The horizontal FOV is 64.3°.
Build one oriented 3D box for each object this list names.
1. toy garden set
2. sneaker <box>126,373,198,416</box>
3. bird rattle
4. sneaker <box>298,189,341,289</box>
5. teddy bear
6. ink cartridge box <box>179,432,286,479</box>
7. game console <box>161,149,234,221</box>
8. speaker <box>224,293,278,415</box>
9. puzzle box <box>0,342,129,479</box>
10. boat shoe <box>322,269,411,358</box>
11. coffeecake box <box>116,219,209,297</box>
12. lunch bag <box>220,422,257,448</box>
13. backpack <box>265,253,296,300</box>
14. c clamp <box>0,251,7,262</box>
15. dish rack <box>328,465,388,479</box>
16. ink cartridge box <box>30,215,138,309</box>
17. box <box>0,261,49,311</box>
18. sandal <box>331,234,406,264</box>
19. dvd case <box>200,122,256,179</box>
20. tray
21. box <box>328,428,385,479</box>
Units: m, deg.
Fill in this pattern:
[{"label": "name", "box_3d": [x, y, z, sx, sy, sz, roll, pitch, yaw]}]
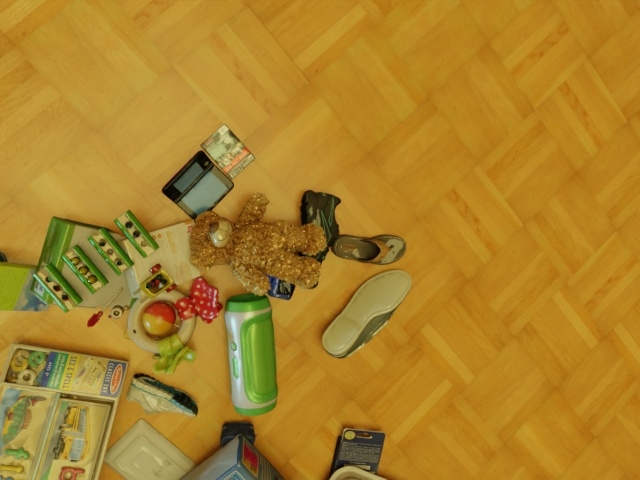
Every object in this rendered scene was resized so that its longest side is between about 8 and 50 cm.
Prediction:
[{"label": "toy garden set", "box_3d": [-0.463, 0.084, 1.125, 0.244, 0.049, 0.203, -37, 103, -10]}, {"label": "sneaker", "box_3d": [-0.411, 0.420, 1.317, 0.191, 0.071, 0.082, 29, 94, -7]}, {"label": "bird rattle", "box_3d": [-0.371, 0.201, 1.271, 0.207, 0.143, 0.253, 24, 87, -8]}, {"label": "sneaker", "box_3d": [0.000, 0.000, 1.366, 0.106, 0.101, 0.267, 2, 95, -17]}, {"label": "teddy bear", "box_3d": [-0.146, 0.012, 1.239, 0.338, 0.113, 0.245, 28, 82, -9]}, {"label": "ink cartridge box", "box_3d": [-0.180, 0.737, 1.302, 0.270, 0.151, 0.395, -38, 103, 3]}, {"label": "game console", "box_3d": [-0.306, -0.134, 1.282, 0.085, 0.124, 0.144, 41, 83, 12]}, {"label": "speaker", "box_3d": [-0.180, 0.295, 1.331, 0.131, 0.131, 0.296, -5, 96, -14]}, {"label": "puzzle box", "box_3d": [-0.638, 0.466, 1.192, 0.272, 0.052, 0.408, 14, 71, -17]}, {"label": "boat shoe", "box_3d": [0.136, 0.210, 1.440, 0.319, 0.116, 0.099, -43, 147, -15]}, {"label": "coffeecake box", "box_3d": [-0.384, 0.043, 1.244, 0.186, 0.068, 0.142, -22, 101, -40]}, {"label": "lunch bag", "box_3d": [-0.220, 0.530, 1.372, 0.099, 0.065, 0.067, 4, 112, -12]}, {"label": "backpack", "box_3d": [-0.108, 0.088, 1.346, 0.101, 0.098, 0.120, 13, 92, -12]}, {"label": "c clamp", "box_3d": [-0.795, 0.085, 1.177, 0.161, 0.022, 0.137, -1, 80, 12]}, {"label": "dish rack", "box_3d": [0.129, 0.823, 1.464, 0.333, 0.072, 0.285, 30, 96, -18]}, {"label": "ink cartridge box", "box_3d": [-0.533, 0.065, 1.241, 0.255, 0.097, 0.188, 17, 90, -50]}, {"label": "box", "box_3d": [-0.698, 0.108, 1.173, 0.042, 0.178, 0.109, 22, 90, 22]}, {"label": "sandal", "box_3d": [0.141, 0.022, 1.424, 0.220, 0.060, 0.089, 8, 93, -15]}, {"label": "dvd case", "box_3d": [-0.240, -0.231, 1.325, 0.087, 0.013, 0.119, -45, 105, -7]}, {"label": "tray", "box_3d": [-0.428, 0.610, 1.343, 0.145, 0.030, 0.270, -45, 104, -8]}, {"label": "box", "box_3d": [0.102, 0.653, 1.483, 0.137, 0.036, 0.225, 12, 94, -16]}]
